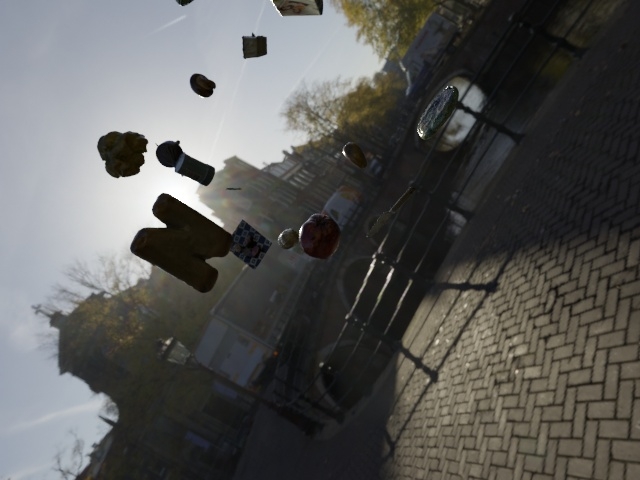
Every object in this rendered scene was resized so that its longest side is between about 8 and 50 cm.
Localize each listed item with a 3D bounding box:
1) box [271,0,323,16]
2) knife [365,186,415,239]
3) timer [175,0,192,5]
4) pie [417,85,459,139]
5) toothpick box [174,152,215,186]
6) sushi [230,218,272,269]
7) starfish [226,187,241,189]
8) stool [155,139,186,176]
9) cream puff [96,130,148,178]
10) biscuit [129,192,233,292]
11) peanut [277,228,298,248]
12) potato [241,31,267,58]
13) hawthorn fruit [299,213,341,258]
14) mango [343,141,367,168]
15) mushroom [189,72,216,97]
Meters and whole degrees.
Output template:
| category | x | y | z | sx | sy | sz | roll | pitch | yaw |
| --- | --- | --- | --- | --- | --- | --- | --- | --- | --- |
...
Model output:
| category | x | y | z | sx | sy | sz | roll | pitch | yaw |
| --- | --- | --- | --- | --- | --- | --- | --- | --- | --- |
| box | -0.088 | -0.872 | 1.504 | 0.250 | 0.180 | 0.103 | -50 | -38 | -76 |
| knife | 0.268 | -0.105 | 1.706 | 0.298 | 0.047 | 0.017 | -52 | 42 | 34 |
| timer | -0.554 | -1.063 | 1.831 | 0.140 | 0.047 | 0.128 | -45 | 12 | -17 |
| pie | 0.493 | -0.538 | 1.807 | 0.240 | 0.054 | 0.240 | -56 | 16 | 25 |
| toothpick box | -0.570 | -0.321 | 1.956 | 0.101 | 0.153 | 0.101 | -30 | 48 | 41 |
| sushi | -0.413 | 0.020 | 2.375 | 0.193 | 0.279 | 0.043 | -56 | -31 | 3 |
| starfish | -0.460 | -0.275 | 2.294 | 0.092 | 0.086 | 0.016 | -6 | -84 | -53 |
| stool | -0.719 | -0.413 | 2.136 | 0.125 | 0.217 | 0.121 | -43 | 10 | 25 |
| cream puff | -0.799 | -0.339 | 1.735 | 0.221 | 0.194 | 0.195 | -19 | 36 | 52 |
| biscuit | -0.424 | 0.006 | 1.361 | 0.062 | 0.290 | 0.237 | -21 | 41 | 45 |
| peanut | -0.135 | -0.005 | 1.799 | 0.082 | 0.082 | 0.187 | -61 | 7 | -12 |
| potato | -0.231 | -0.690 | 1.527 | 0.122 | 0.061 | 0.086 | -63 | -21 | -60 |
| hawthorn fruit | 0.000 | 0.000 | 2.058 | 0.253 | 0.205 | 0.205 | 91 | -159 | -47 |
| mango | 0.189 | -0.461 | 2.324 | 0.089 | 0.163 | 0.111 | -44 | -30 | 9 |
| mushroom | -0.550 | -0.722 | 1.995 | 0.087 | 0.127 | 0.127 | -41 | 11 | 32 |
